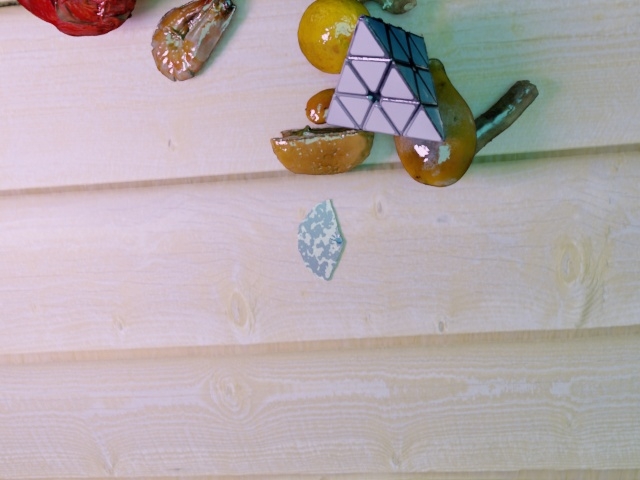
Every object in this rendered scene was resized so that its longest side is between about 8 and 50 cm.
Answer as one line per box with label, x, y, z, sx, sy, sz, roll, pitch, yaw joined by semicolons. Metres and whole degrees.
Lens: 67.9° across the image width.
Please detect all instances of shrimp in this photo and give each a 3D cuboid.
shrimp;-0.309;-0.526;1.172;0.294;0.062;0.154;-41;94;16

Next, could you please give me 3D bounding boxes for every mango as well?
mango;0.016;-0.340;1.204;0.114;0.060;0.080;-22;91;12
mango;0.267;-0.282;1.142;0.192;0.146;0.317;-12;83;23

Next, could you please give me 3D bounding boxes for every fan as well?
fan;0.000;0.000;1.335;0.131;0.009;0.240;2;107;4

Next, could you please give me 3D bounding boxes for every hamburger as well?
hamburger;0.008;-0.228;1.206;0.261;0.124;0.131;-2;108;5

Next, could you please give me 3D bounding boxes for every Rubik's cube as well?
Rubik's cube;0.153;-0.359;1.067;0.228;0.228;0.234;2;108;-12

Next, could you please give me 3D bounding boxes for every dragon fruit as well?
dragon fruit;-0.565;-0.608;1.054;0.342;0.277;0.278;30;107;14

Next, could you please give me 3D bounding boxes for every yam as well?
yam;0.404;-0.270;1.195;0.071;0.067;0.317;40;107;-20

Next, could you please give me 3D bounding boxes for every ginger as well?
ginger;0.084;-0.581;1.122;0.287;0.075;0.089;18;103;2

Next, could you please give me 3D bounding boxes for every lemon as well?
lemon;0.036;-0.470;1.091;0.170;0.207;0.170;-18;124;-29
